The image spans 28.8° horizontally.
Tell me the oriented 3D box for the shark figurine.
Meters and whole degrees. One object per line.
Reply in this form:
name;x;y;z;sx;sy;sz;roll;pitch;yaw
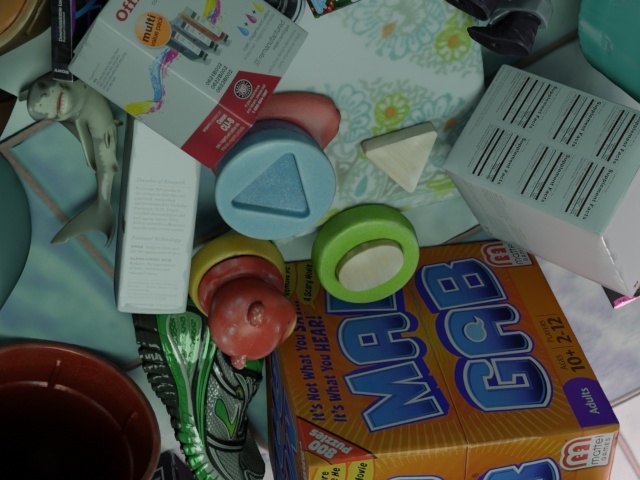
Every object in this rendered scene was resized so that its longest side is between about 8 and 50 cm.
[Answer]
shark figurine;-0.284;-0.123;1.397;0.116;0.166;0.278;10;147;11

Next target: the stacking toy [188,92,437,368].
stacking toy;0.000;0.000;1.399;0.279;0.130;0.309;-1;127;-13

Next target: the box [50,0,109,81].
box;-0.230;-0.251;1.260;0.029;0.116;0.162;14;115;19

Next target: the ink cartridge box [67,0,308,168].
ink cartridge box;-0.131;-0.185;1.211;0.176;0.128;0.127;34;154;-11

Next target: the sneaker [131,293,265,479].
sneaker;-0.129;0.207;1.636;0.146;0.134;0.344;-17;128;0

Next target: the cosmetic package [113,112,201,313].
cosmetic package;-0.186;-0.043;1.415;0.085;0.117;0.231;2;111;-13

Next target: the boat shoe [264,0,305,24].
boat shoe;-0.119;-0.319;1.206;0.108;0.102;0.301;-35;108;5

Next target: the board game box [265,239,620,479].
board game box;0.129;0.256;1.586;0.356;0.357;0.356;-6;127;-8

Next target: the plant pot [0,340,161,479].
plant pot;-0.372;0.318;1.601;0.272;0.272;0.265;11;131;-20

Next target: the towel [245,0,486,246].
towel;0.024;-0.175;1.413;0.320;0.090;0.374;-15;129;-4

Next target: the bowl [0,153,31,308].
bowl;-0.471;0.027;1.377;0.311;0.163;0.312;-8;120;-14

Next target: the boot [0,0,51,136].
boot;-0.386;-0.251;1.267;0.220;0.109;0.283;27;102;-1

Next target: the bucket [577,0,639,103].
bucket;0.426;-0.245;1.335;0.281;0.183;0.281;-24;137;-25

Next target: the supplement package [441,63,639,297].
supplement package;0.282;-0.067;1.415;0.149;0.203;0.194;-59;149;-9

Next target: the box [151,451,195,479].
box;-0.268;0.506;1.729;0.296;0.294;0.183;-28;129;10

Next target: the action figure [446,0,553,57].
action figure;0.241;-0.337;1.293;0.285;0.099;0.185;-53;140;-9

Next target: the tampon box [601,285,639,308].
tampon box;0.379;-0.019;1.558;0.120;0.161;0.101;-27;127;9

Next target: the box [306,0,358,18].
box;0.026;-0.384;1.188;0.200;0.057;0.293;-18;111;21
